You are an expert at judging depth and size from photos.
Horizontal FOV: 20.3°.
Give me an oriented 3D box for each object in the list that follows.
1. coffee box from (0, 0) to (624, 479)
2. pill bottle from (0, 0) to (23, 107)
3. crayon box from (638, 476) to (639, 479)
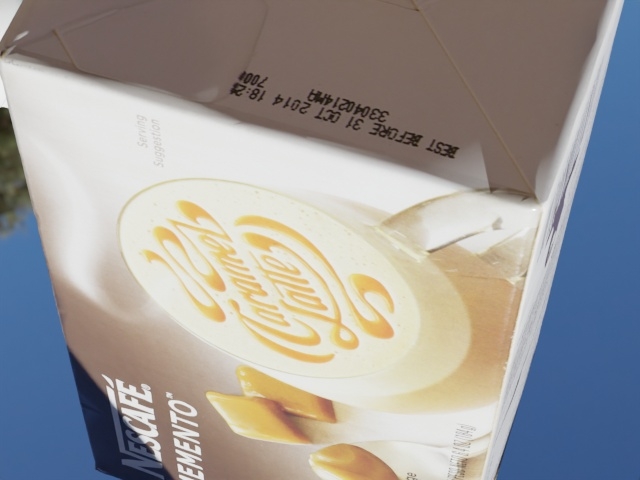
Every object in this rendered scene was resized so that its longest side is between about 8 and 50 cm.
[{"bbox_3d":[0.000,0.000,0.543,0.141,0.246,0.098,17,-120,8],"label":"coffee box"},{"bbox_3d":[-0.267,-0.140,1.178,0.131,0.131,0.229,2,-176,42],"label":"pill bottle"},{"bbox_3d":[0.239,-0.006,0.588,0.202,0.318,0.081,-10,-135,-21],"label":"crayon box"}]
